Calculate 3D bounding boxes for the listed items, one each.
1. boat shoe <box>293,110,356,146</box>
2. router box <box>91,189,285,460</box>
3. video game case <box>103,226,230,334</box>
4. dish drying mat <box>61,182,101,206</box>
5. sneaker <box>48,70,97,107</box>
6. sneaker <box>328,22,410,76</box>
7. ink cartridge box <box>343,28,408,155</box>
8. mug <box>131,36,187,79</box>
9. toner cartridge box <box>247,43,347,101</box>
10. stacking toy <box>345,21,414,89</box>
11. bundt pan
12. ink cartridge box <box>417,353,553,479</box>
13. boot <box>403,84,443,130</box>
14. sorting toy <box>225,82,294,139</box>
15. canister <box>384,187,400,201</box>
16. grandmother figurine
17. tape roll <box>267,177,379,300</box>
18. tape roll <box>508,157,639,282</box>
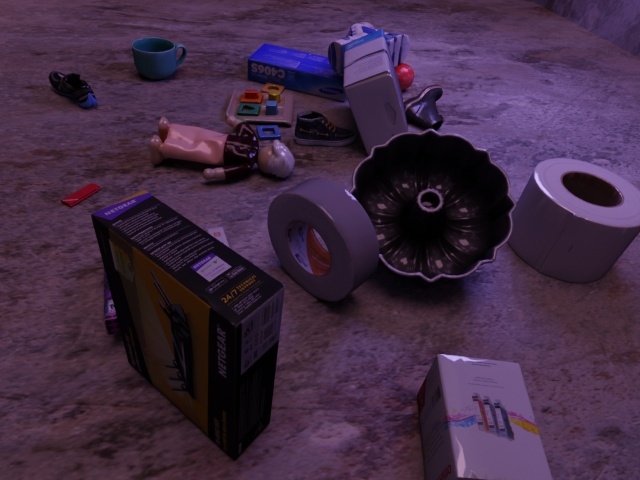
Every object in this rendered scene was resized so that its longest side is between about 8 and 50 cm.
[{"bbox_3d":[0.018,-0.315,1.269,0.183,0.083,0.065,-5,44,-15],"label":"boat shoe"},{"bbox_3d":[-0.172,0.121,0.604,0.242,0.309,0.081,31,45,23],"label":"router box"},{"bbox_3d":[-0.272,0.063,0.832,0.231,0.042,0.210,-9,38,-19],"label":"video game case"},{"bbox_3d":[-0.531,-0.103,1.004,0.032,0.008,0.083,23,45,16],"label":"dish drying mat"},{"bbox_3d":[-0.706,-0.447,1.291,0.188,0.078,0.067,32,47,24],"label":"sneaker"},{"bbox_3d":[0.128,-0.636,1.510,0.315,0.128,0.182,-25,46,-32],"label":"sneaker"},{"bbox_3d":[0.159,-0.424,1.291,0.128,0.223,0.308,-14,40,16],"label":"ink cartridge box"},{"bbox_3d":[-0.515,-0.577,1.449,0.157,0.098,0.130,3,42,-7],"label":"mug"},{"bbox_3d":[-0.058,-0.576,1.542,0.347,0.075,0.165,15,44,7],"label":"toner cartridge box"},{"bbox_3d":[0.226,-0.663,1.648,0.141,0.141,0.330,-18,53,-26],"label":"stacking toy"},{"bbox_3d":[0.218,-0.058,0.938,0.330,0.124,0.331,-1,70,3],"label":"bundt pan"},{"bbox_3d":[0.219,0.275,0.639,0.127,0.128,0.176,8,44,-2],"label":"ink cartridge box"},{"bbox_3d":[0.364,-0.419,1.457,0.197,0.077,0.137,-38,64,-23],"label":"boot"},{"bbox_3d":[-0.178,-0.417,1.372,0.195,0.047,0.348,5,43,-4],"label":"sorting toy"},{"bbox_3d":[0.222,-0.086,1.067,0.169,0.073,0.126,24,45,14],"label":"canister"},{"bbox_3d":[-0.232,-0.227,1.131,0.341,0.104,0.208,12,70,-1],"label":"grandmother figurine"},{"bbox_3d":[0.000,0.000,0.830,0.219,0.219,0.072,37,50,27],"label":"tape roll"},{"bbox_3d":[0.568,-0.050,1.017,0.245,0.169,0.246,5,42,-5],"label":"tape roll"}]
